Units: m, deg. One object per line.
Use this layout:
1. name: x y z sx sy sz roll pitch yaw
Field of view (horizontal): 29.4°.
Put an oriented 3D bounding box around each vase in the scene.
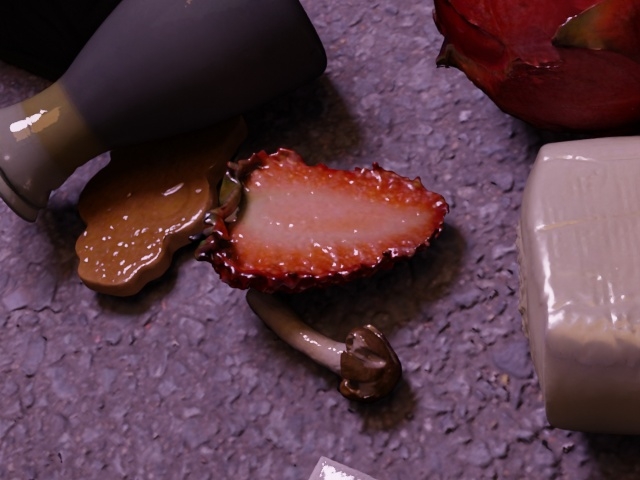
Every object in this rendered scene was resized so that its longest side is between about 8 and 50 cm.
1. vase: -0.167 -0.149 1.137 0.321 0.173 0.173 -33 55 0

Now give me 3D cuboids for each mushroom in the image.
1. mushroom: -0.005 0.074 1.039 0.060 0.061 0.187 -26 44 -35

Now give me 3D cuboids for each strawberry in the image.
1. strawberry: -0.002 0.004 1.063 0.208 0.087 0.167 14 45 7

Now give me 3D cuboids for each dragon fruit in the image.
1. dragon fruit: 0.242 -0.231 1.016 0.301 0.295 0.296 7 61 37

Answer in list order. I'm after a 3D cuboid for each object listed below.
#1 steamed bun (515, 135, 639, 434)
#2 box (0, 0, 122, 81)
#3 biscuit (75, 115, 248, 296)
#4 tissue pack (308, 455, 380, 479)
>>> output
1. steamed bun: 0.250 0.038 0.918 0.200 0.155 0.250 -3 52 13
2. box: -0.310 -0.326 1.271 0.345 0.251 0.204 23 69 30
3. biscuit: -0.160 -0.049 1.177 0.144 0.040 0.236 4 59 27
4. tissue pack: -0.003 0.332 0.867 0.170 0.071 0.325 20 67 25
